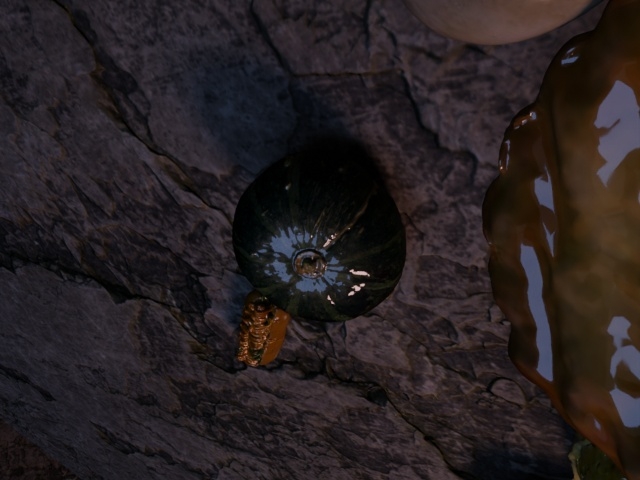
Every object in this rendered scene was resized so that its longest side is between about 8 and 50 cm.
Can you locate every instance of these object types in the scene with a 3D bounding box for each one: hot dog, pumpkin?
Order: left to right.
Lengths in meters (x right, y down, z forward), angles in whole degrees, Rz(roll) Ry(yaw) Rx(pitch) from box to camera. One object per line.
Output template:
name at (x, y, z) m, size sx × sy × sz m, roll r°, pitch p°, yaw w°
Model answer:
hot dog at (-0.089, 0.135, 0.984) m, size 0.072 × 0.055 × 0.188 m, roll 31°, pitch 142°, yaw 12°
pumpkin at (-0.001, -0.001, 0.705) m, size 0.190 × 0.146 × 0.190 m, roll 5°, pitch 104°, yaw 21°

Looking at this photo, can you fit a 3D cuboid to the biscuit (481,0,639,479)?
biscuit at (0.231, 0.014, 0.340) m, size 0.326 × 0.107 × 0.325 m, roll 36°, pitch 136°, yaw 44°

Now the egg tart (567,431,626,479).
egg tart at (0.396, 0.319, 0.685) m, size 0.341 × 0.132 × 0.341 m, roll 32°, pitch 152°, yaw 19°

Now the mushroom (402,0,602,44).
mushroom at (0.138, -0.219, 0.376) m, size 0.206 × 0.209 × 0.206 m, roll 165°, pitch 90°, yaw -77°
